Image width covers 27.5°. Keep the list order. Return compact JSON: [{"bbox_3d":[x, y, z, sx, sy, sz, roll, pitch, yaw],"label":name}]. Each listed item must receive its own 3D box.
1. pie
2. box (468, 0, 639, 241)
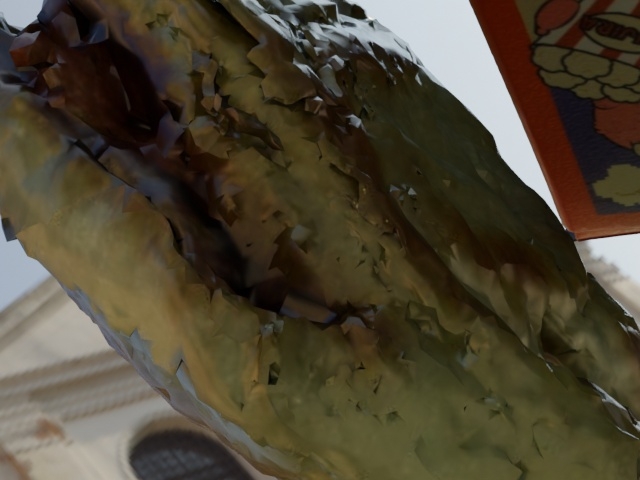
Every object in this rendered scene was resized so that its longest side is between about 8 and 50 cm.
[{"bbox_3d":[0.017,0.016,0.584,0.180,0.418,0.395,-48,1,0],"label":"pie"},{"bbox_3d":[0.263,-0.208,0.641,0.349,0.318,0.257,-8,-32,21],"label":"box"}]
